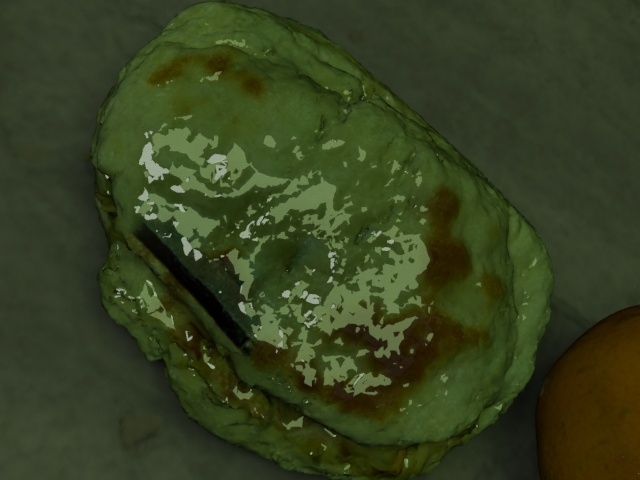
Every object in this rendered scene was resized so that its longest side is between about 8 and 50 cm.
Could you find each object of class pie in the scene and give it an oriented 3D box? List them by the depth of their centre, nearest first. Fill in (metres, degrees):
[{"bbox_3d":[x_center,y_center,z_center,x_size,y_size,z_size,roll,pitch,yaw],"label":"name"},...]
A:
[{"bbox_3d":[0.000,0.000,0.572,0.248,0.090,0.201,40,65,-6],"label":"pie"}]

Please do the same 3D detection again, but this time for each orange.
[{"bbox_3d":[0.180,0.108,0.610,0.156,0.124,0.156,12,55,-18],"label":"orange"}]
